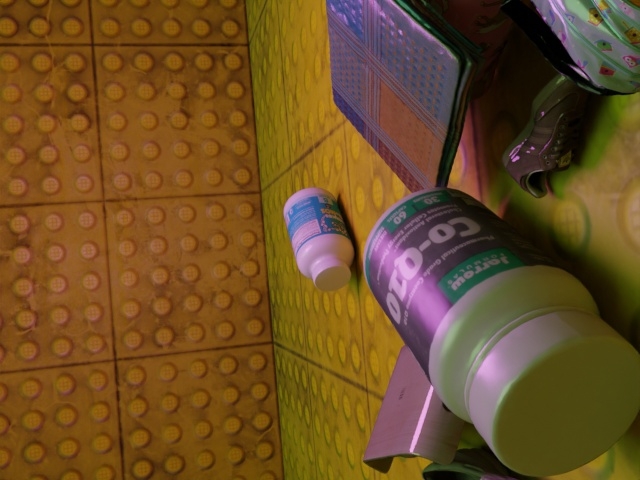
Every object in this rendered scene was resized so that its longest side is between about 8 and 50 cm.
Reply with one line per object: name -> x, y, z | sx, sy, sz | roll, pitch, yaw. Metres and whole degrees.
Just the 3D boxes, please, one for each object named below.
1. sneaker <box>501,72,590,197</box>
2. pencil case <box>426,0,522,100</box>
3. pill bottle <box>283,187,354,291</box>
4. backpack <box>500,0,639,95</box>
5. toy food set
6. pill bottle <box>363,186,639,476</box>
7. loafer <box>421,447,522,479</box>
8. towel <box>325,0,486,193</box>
sneaker -> 0.273, -0.121, 0.755 | 0.071, 0.066, 0.188 | 61, 162, 22
pencil case -> 0.159, -0.321, 0.774 | 0.386, 0.160, 0.167 | 83, -173, -65
pill bottle -> 0.000, 0.000, 1.664 | 0.146, 0.146, 0.264 | 100, 159, -45
backpack -> 0.260, -0.220, 0.588 | 0.115, 0.152, 0.182 | 96, 153, -67
toy food set -> 0.175, 0.269, 1.087 | 0.306, 0.092, 0.219 | 123, 172, -65
pill bottle -> 0.198, 0.089, 0.794 | 0.361, 0.204, 0.204 | -122, 31, -60
loafer -> 0.239, 0.372, 0.897 | 0.319, 0.111, 0.112 | 176, 90, -76
towel -> 0.094, -0.211, 0.875 | 0.271, 0.040, 0.370 | 53, 170, 20
